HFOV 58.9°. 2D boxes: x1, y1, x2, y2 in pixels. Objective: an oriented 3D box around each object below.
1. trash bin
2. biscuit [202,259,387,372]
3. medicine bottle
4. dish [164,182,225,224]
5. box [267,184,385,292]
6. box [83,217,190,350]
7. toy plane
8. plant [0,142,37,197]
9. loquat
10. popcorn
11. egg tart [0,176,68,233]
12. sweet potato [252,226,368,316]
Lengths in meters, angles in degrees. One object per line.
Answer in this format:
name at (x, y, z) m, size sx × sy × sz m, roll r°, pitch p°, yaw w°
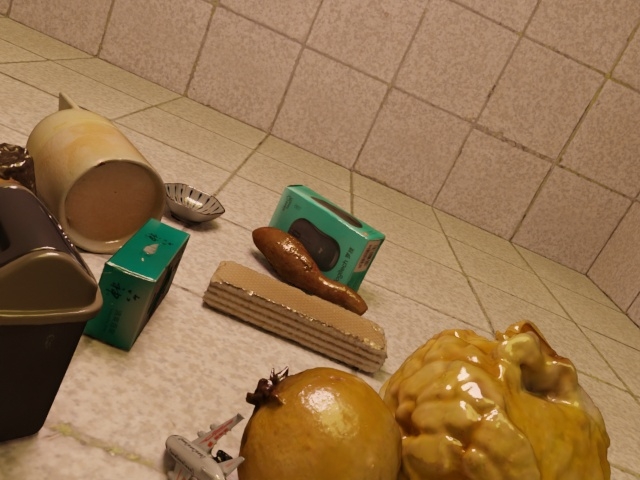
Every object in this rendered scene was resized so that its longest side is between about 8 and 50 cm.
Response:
trash bin at (-0.400, 0.094, 0.714) m, size 0.182 × 0.290 × 0.209 m, roll 4°, pitch 29°, yaw -47°
biscuit at (-0.049, 0.169, 1.285) m, size 0.426 × 0.079 × 0.144 m, roll 25°, pitch 18°, yaw -4°
medicine bottle at (-0.548, -0.171, 1.324) m, size 0.235 × 0.236 × 0.406 m, roll 5°, pitch 28°, yaw -45°
dish at (-0.369, -0.093, 1.604) m, size 0.190 × 0.066 × 0.191 m, roll 24°, pitch 18°, yaw -9°
box at (0.000, 0.000, 1.606) m, size 0.311 × 0.205 × 0.118 m, roll 35°, pitch 18°, yaw 23°
box at (-0.337, 0.072, 1.065) m, size 0.092 × 0.153 × 0.245 m, roll 23°, pitch 20°, yaw -6°
toy plane at (-0.166, 0.299, 0.765) m, size 0.065 × 0.162 × 0.171 m, roll 46°, pitch -24°, yaw -20°
plant at (-0.612, -0.081, 1.082) m, size 0.132 × 0.195 × 0.129 m, roll -2°, pitch 29°, yaw -32°
loquat at (-0.008, 0.284, 0.790) m, size 0.243 × 0.244 × 0.244 m, roll 22°, pitch 19°, yaw -8°
popcorn at (0.262, 0.323, 0.916) m, size 0.354 × 0.344 × 0.390 m, roll -12°, pitch 16°, yaw 45°
egg tart at (-0.570, -0.028, 0.883) m, size 0.351 × 0.150 × 0.352 m, roll 3°, pitch -4°, yaw 0°
sweet potato at (-0.042, 0.079, 1.505) m, size 0.385 × 0.109 × 0.109 m, roll 37°, pitch 22°, yaw 18°
